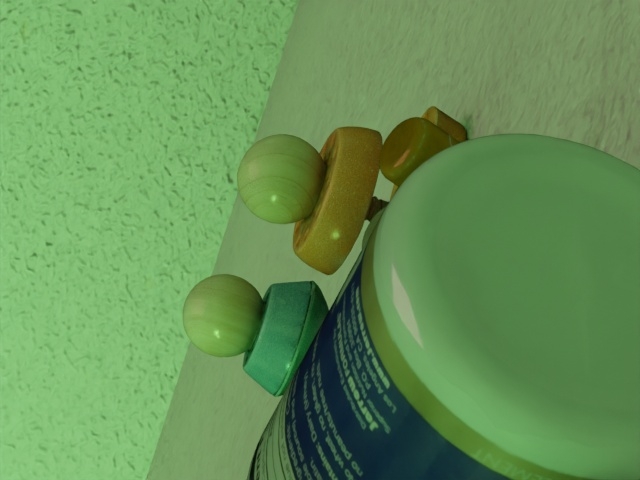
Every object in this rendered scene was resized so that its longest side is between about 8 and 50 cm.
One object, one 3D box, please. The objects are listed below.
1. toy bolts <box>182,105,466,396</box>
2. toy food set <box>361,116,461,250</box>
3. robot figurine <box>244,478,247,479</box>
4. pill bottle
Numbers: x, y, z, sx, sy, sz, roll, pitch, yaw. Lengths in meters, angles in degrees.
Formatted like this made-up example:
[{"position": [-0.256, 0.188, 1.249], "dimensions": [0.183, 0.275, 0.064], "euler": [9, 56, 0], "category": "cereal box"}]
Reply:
[{"position": [0.000, 0.000, 1.275], "dimensions": [0.218, 0.158, 0.228], "euler": [-88, 18, -62], "category": "toy bolts"}, {"position": [0.101, 0.022, 0.914], "dimensions": [0.111, 0.104, 0.232], "euler": [-58, 27, 1], "category": "toy food set"}, {"position": [-0.012, 0.219, 1.015], "dimensions": [0.158, 0.128, 0.219], "euler": [-34, 27, 28], "category": "robot figurine"}, {"position": [0.056, 0.092, 0.751], "dimensions": [0.264, 0.153, 0.153], "euler": [117, 168, -48], "category": "pill bottle"}]
